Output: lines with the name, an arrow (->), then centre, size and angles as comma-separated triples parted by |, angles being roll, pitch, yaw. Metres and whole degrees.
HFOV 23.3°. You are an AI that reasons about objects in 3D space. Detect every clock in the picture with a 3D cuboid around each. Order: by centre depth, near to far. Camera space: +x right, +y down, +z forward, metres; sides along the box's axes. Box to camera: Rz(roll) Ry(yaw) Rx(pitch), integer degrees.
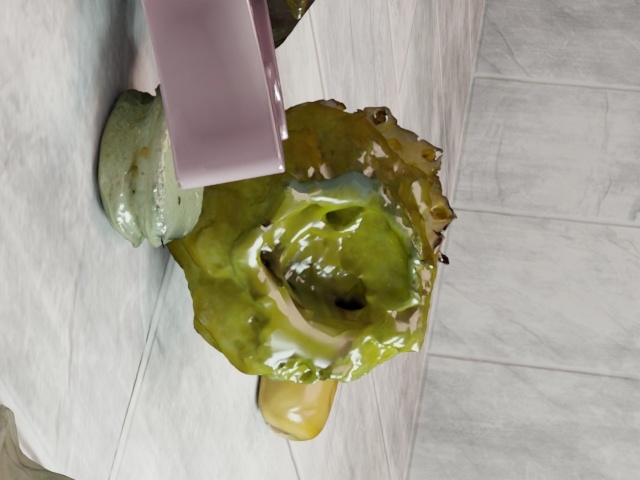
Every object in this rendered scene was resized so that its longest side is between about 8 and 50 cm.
clock -> -0.089, -0.180, 1.136 | 0.275, 0.080, 0.290 | 67, 11, -70

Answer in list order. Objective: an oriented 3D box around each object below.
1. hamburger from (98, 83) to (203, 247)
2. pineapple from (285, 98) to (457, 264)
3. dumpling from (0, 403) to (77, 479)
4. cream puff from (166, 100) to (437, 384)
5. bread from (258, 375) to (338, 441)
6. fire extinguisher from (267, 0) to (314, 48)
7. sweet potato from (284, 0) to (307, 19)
hamburger -> -0.132, -0.058, 1.247 | 0.140, 0.063, 0.133 | 43, 52, -74
pineapple -> 0.005, 0.025, 1.695 | 0.271, 0.263, 0.262 | 103, -1, -59
dumpling -> -0.185, 0.194, 0.966 | 0.216, 0.126, 0.166 | -61, 139, -58
cream puff -> 0.001, 0.002, 1.404 | 0.282, 0.185, 0.281 | 10, 74, -37
bread -> -0.010, 0.095, 1.923 | 0.142, 0.091, 0.305 | 81, 18, -72
fire extinguisher -> -0.047, -0.215, 1.387 | 0.089, 0.072, 0.268 | -64, -171, -19
sweet potato -> -0.038, -0.248, 1.227 | 0.038, 0.041, 0.153 | -28, 107, -36
